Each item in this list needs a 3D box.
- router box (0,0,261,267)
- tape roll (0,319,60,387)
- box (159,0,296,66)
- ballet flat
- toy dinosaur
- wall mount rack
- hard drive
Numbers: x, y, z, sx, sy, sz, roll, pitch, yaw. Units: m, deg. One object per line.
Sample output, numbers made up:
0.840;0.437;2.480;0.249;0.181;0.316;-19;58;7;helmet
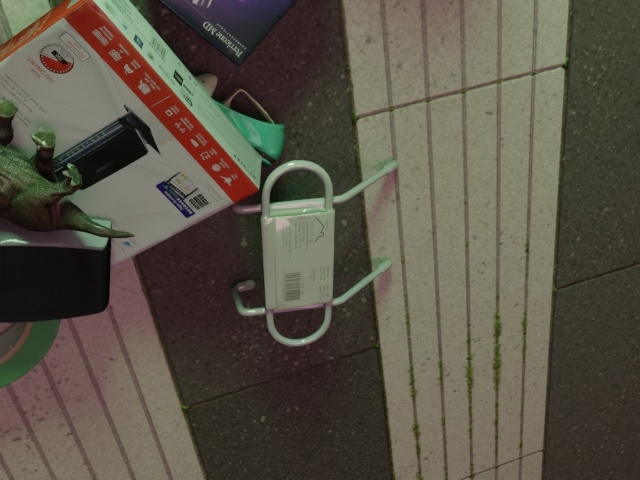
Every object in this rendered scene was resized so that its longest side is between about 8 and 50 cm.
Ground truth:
-0.297;-0.137;1.006;0.301;0.082;0.335;-26;127;21;router box
-0.561;0.094;1.108;0.321;0.077;0.321;-10;123;-16;tape roll
-0.109;-0.366;0.981;0.153;0.108;0.207;35;103;-34;box
-0.156;-0.197;1.094;0.247;0.083;0.087;25;84;-31;ballet flat
-0.392;-0.075;0.949;0.314;0.121;0.160;19;142;-23;toy dinosaur
0.000;0.000;1.238;0.304;0.130;0.350;-7;122;-13;wall mount rack
-0.427;0.045;1.037;0.255;0.054;0.172;0;128;-19;hard drive
